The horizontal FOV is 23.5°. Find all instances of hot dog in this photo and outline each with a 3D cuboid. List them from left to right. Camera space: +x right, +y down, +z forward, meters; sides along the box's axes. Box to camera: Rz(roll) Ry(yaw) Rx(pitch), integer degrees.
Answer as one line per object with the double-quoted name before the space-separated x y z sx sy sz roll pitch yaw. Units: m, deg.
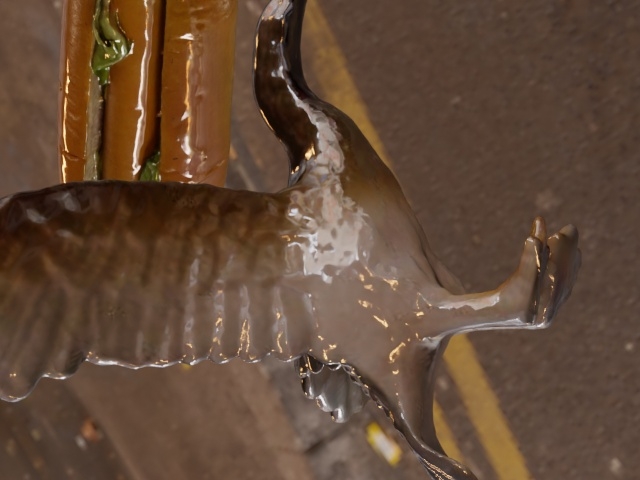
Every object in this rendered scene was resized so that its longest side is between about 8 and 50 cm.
"hot dog" -0.100 -0.065 0.846 0.100 0.068 0.249 15 130 9

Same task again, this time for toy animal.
"toy animal" 0.015 -0.002 0.561 0.160 0.197 0.272 18 179 24
